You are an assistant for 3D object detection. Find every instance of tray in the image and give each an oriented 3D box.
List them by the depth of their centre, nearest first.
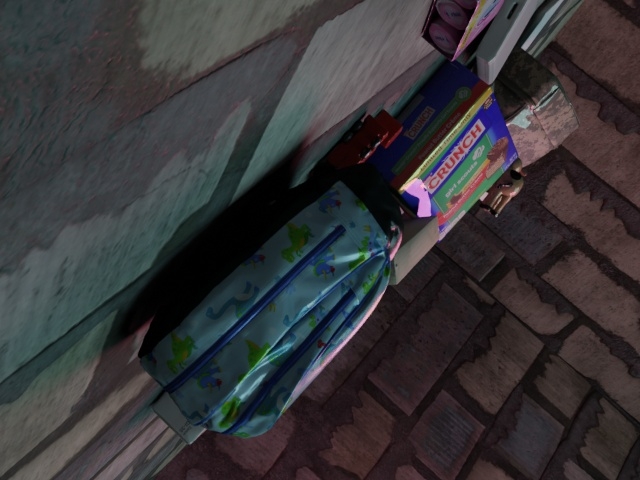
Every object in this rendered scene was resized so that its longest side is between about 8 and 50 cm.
[{"bbox_3d":[0.595,-0.592,2.292,0.145,0.030,0.270,-44,172,-28],"label":"tray"}]

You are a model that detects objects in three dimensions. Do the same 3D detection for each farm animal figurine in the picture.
[{"bbox_3d":[0.398,-0.188,2.037,0.172,0.330,0.327,-56,147,8],"label":"farm animal figurine"}]

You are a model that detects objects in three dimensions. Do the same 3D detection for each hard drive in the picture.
[{"bbox_3d":[0.377,-0.429,1.638,0.203,0.040,0.307,-61,171,8],"label":"hard drive"}]

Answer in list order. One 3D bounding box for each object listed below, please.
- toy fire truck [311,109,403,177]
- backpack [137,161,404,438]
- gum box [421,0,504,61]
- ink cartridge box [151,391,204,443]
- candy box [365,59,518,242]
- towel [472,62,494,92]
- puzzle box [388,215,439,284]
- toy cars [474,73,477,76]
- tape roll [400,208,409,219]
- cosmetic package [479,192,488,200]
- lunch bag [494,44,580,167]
[{"bbox_3d":[0.060,-0.144,1.332,0.192,0.047,0.135,-47,175,-7],"label":"toy fire truck"},{"bbox_3d":[-0.072,0.088,1.089,0.355,0.273,0.290,-29,180,-35],"label":"backpack"},{"bbox_3d":[0.208,-0.336,1.110,0.107,0.062,0.188,-47,174,-11],"label":"gum box"},{"bbox_3d":[-0.218,0.299,1.789,0.207,0.117,0.283,-49,174,11],"label":"ink cartridge box"},{"bbox_3d":[0.254,-0.172,1.669,0.268,0.122,0.317,-48,149,1],"label":"candy box"},{"bbox_3d":[0.370,-0.364,1.888,0.113,0.023,0.152,124,-23,-61],"label":"towel"},{"bbox_3d":[0.051,0.020,1.477,0.272,0.052,0.409,-6,-172,19],"label":"puzzle box"},{"bbox_3d":[0.232,-0.221,1.872,0.393,0.087,0.176,-56,-177,25],"label":"toy cars"},{"bbox_3d":[0.164,-0.024,2.007,0.275,0.090,0.275,-31,-160,13],"label":"tape roll"},{"bbox_3d":[0.396,-0.219,2.293,0.099,0.239,0.060,-50,142,5],"label":"cosmetic package"},{"bbox_3d":[0.517,-0.336,2.199,0.256,0.212,0.305,-45,146,6],"label":"lunch bag"}]
